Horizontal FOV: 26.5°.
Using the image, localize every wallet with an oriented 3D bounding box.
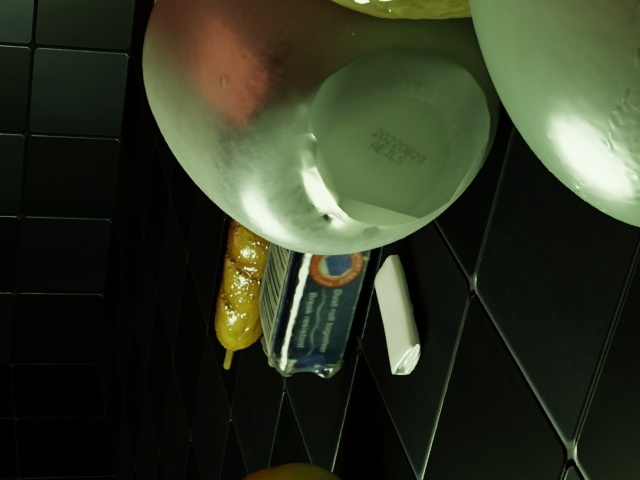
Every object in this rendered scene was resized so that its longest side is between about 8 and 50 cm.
[{"bbox_3d":[0.085,0.080,1.475,0.061,0.025,0.122,110,156,-51],"label":"wallet"}]

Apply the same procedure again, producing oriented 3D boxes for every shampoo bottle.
[{"bbox_3d":[0.001,-0.158,1.260,0.317,0.322,0.322,-113,29,-41],"label":"shampoo bottle"}]

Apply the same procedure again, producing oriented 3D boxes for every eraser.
[{"bbox_3d":[0.000,0.000,1.642,0.155,0.101,0.332,-108,26,-52],"label":"eraser"}]

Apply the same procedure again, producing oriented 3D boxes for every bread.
[{"bbox_3d":[-0.106,0.054,2.028,0.124,0.084,0.344,-73,-5,-58],"label":"bread"}]

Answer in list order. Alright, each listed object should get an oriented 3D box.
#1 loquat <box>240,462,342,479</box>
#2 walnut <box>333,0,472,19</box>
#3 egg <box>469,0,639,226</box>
[{"bbox_3d":[-0.031,0.363,1.576,0.213,0.213,0.213,-178,90,-74],"label":"loquat"},{"bbox_3d":[0.097,-0.281,1.036,0.283,0.282,0.228,-150,62,-71],"label":"walnut"},{"bbox_3d":[0.208,-0.176,0.636,0.276,0.276,0.389,-108,23,-49],"label":"egg"}]
